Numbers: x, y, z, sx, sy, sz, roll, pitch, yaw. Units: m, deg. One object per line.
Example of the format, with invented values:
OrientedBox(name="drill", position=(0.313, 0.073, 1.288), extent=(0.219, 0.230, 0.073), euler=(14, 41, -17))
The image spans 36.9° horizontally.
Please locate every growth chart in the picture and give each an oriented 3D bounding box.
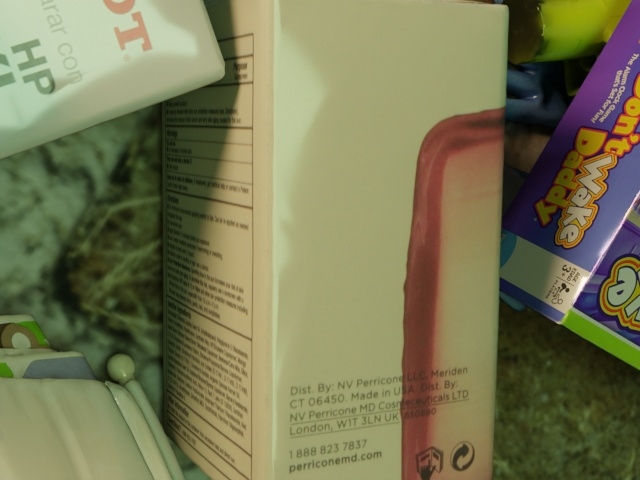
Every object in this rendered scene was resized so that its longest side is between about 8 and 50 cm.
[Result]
OrientedBox(name="growth chart", position=(-0.134, 0.089, 0.407), extent=(0.021, 0.172, 0.237), euler=(-38, 151, 19))

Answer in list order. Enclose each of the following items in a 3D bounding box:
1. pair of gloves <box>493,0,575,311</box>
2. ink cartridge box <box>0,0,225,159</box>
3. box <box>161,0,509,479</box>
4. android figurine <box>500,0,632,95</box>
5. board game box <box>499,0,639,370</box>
OrientedBox(name="pair of gloves", position=(0.141, -0.056, 0.614), extent=(0.159, 0.023, 0.198), euler=(23, 86, -26))
OrientedBox(name="ink cartridge box", position=(-0.223, -0.118, 0.371), extent=(0.307, 0.129, 0.223), euler=(-24, 106, -21))
OrientedBox(name="box", position=(0.000, 0.000, 0.483), extent=(0.127, 0.148, 0.232), euler=(-2, 98, -26))
OrientedBox(name="android figurine", position=(0.222, -0.182, 0.606), extent=(0.273, 0.056, 0.248), euler=(-12, 97, -29))
OrientedBox(name="board game box", position=(0.283, -0.005, 0.605), extent=(0.347, 0.078, 0.233), euler=(27, 95, -36))
